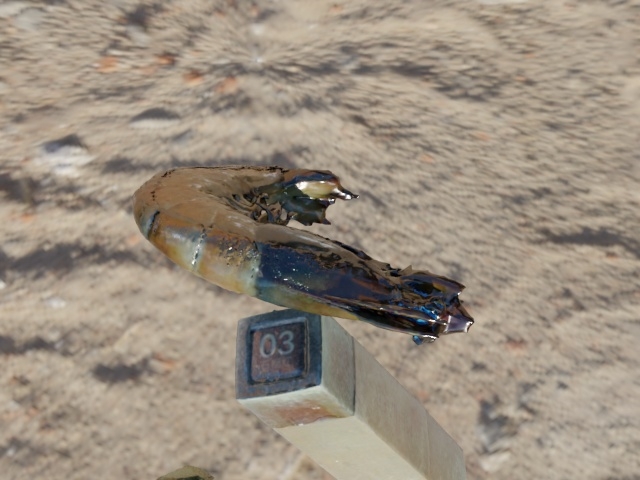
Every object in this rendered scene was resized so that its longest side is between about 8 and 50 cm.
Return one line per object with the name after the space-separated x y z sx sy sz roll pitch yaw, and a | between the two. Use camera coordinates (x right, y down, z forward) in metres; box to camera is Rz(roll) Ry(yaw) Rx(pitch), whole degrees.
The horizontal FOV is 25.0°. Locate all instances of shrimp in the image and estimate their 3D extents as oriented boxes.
0.000 0.000 1.146 0.290 0.222 0.054 21 113 16 | shrimp

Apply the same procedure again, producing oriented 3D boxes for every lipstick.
0.039 0.167 1.281 0.080 0.371 0.076 -12 60 19 | lipstick

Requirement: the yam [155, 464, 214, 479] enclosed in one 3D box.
-0.144 0.263 1.297 0.070 0.146 0.069 8 137 8 | yam
